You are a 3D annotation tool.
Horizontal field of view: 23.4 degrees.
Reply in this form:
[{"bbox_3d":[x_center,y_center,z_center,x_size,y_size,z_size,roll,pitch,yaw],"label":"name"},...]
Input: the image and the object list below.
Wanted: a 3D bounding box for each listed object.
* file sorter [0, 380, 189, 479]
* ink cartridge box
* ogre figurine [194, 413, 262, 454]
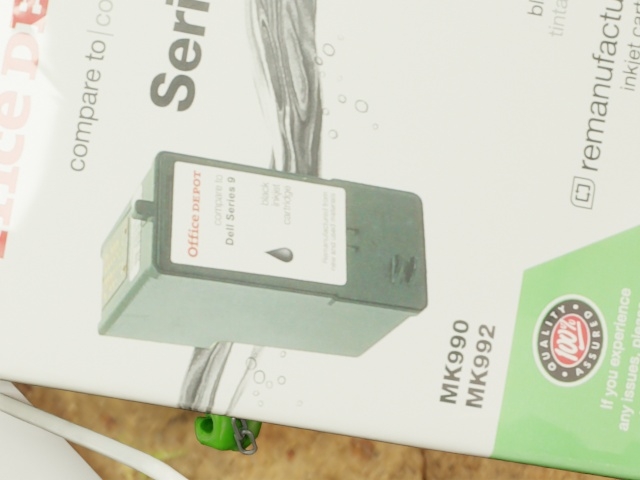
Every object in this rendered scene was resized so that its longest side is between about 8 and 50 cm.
[{"bbox_3d":[-0.130,0.224,0.603,0.277,0.173,0.193,-51,125,-23],"label":"file sorter"},{"bbox_3d":[-0.005,-0.031,0.608,0.289,0.121,0.211,9,87,-6],"label":"ink cartridge box"},{"bbox_3d":[0.000,0.000,0.735,0.197,0.097,0.118,-32,135,-16],"label":"ogre figurine"}]
